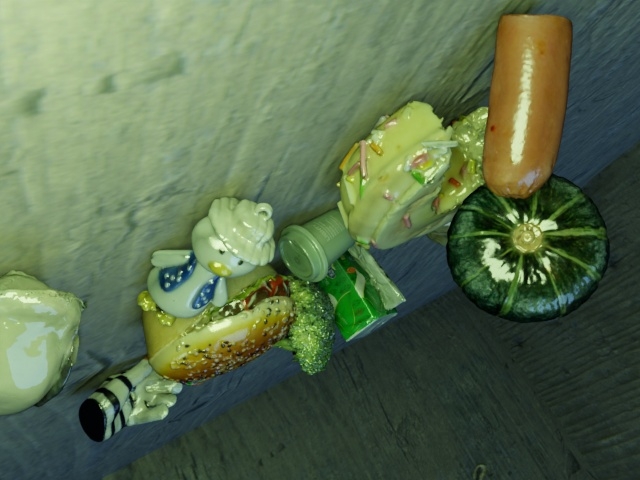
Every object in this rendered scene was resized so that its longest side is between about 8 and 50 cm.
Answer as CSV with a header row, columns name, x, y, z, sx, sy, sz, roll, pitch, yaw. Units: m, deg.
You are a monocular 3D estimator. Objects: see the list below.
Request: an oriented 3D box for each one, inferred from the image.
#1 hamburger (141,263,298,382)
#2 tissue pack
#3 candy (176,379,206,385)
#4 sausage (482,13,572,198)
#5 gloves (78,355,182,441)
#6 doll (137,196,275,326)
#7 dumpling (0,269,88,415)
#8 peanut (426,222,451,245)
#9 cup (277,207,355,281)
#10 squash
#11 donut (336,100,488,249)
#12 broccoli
name,x,y,z,sx,sy,sz,roll,pitch,yaw
hamburger,-0.182,0.151,1.104,0.300,0.176,0.300,-29,165,-9
tissue pack,0.088,0.102,1.392,0.156,0.209,0.148,-38,162,19
candy,-0.260,0.274,1.465,0.124,0.124,0.365,-35,170,11
sausage,0.298,-0.189,0.862,0.113,0.259,0.113,3,-169,-1
gloves,-0.421,0.348,1.331,0.131,0.140,0.218,-19,-175,29
doll,-0.170,0.035,0.894,0.293,0.138,0.119,-38,-157,28
dumpling,-0.401,0.136,0.698,0.293,0.163,0.204,-28,172,33
peanut,0.323,-0.074,1.425,0.174,0.159,0.340,-5,165,16
cup,0.000,0.000,1.132,0.141,0.120,0.120,-38,169,-32
squash,0.333,0.011,0.968,0.252,0.252,0.165,-33,164,4
donut,0.179,-0.114,1.035,0.371,0.150,0.307,-13,154,-46
broccoli,-0.051,0.179,1.289,0.176,0.226,0.198,8,150,9
